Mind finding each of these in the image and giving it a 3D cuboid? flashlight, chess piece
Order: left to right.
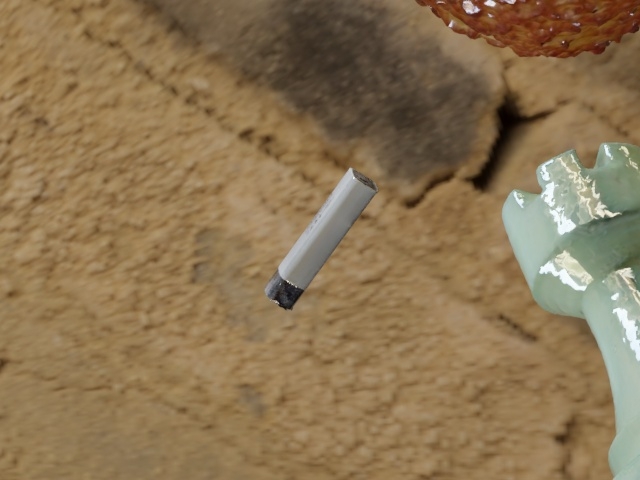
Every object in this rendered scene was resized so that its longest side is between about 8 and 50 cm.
[{"bbox_3d":[0.000,0.000,1.015,0.018,0.018,0.083,31,-73,-17],"label":"flashlight"},{"bbox_3d":[0.232,0.080,1.282,0.194,0.194,0.299,-7,-125,-22],"label":"chess piece"}]

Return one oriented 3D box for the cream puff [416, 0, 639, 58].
[{"bbox_3d":[0.123,-0.201,0.874,0.240,0.164,0.240,-4,-82,-31],"label":"cream puff"}]
